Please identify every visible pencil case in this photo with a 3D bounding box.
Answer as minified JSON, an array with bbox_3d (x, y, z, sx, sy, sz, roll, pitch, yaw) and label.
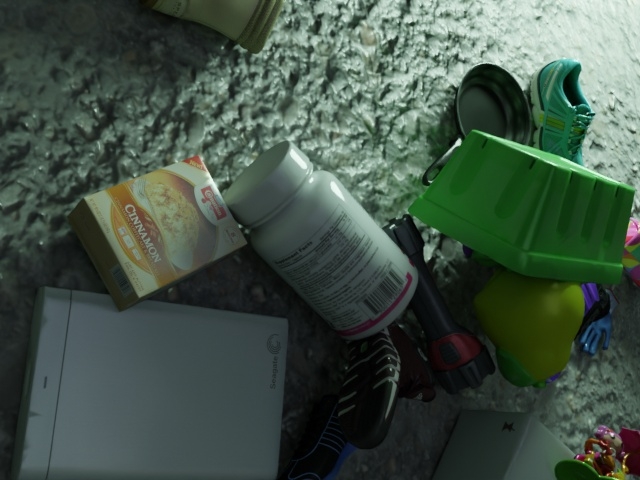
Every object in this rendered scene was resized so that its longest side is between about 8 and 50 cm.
[{"bbox_3d":[0.694,0.048,1.639,0.236,0.104,0.104,39,63,-22],"label":"pencil case"}]

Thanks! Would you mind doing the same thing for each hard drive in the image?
[{"bbox_3d":[-0.209,0.200,1.021,0.352,0.047,0.233,12,76,-33],"label":"hard drive"}]

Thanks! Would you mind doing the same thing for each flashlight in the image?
[{"bbox_3d":[0.184,0.103,1.283,0.103,0.103,0.304,-30,96,-29],"label":"flashlight"}]

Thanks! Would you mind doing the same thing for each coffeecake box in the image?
[{"bbox_3d":[-0.211,-0.013,1.012,0.185,0.068,0.142,-29,89,-42],"label":"coffeecake box"}]

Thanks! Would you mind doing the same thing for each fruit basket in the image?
[{"bbox_3d":[0.336,0.038,1.282,0.392,0.283,0.392,-23,129,-31],"label":"fruit basket"}]

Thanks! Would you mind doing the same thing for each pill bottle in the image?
[{"bbox_3d":[0.000,0.000,1.125,0.283,0.160,0.160,47,60,-20],"label":"pill bottle"}]

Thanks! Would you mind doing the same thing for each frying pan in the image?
[{"bbox_3d":[0.296,-0.182,1.424,0.197,0.053,0.326,36,66,-25],"label":"frying pan"}]

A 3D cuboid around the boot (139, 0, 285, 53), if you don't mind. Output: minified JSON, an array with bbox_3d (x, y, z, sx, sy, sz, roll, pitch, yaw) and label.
[{"bbox_3d":[-0.140,-0.427,1.131,0.203,0.095,0.262,19,75,-31],"label":"boot"}]

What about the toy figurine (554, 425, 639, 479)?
[{"bbox_3d":[0.478,0.367,1.257,0.173,0.130,0.159,39,44,4],"label":"toy figurine"}]

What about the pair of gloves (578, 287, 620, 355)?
[{"bbox_3d":[0.542,0.134,1.565,0.198,0.023,0.159,50,61,-17],"label":"pair of gloves"}]

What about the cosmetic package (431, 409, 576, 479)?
[{"bbox_3d":[0.393,0.510,1.320,0.453,0.161,0.230,43,61,-22],"label":"cosmetic package"}]

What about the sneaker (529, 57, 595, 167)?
[{"bbox_3d":[0.489,-0.228,1.528,0.107,0.110,0.276,-8,88,-35],"label":"sneaker"}]

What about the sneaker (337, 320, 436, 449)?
[{"bbox_3d":[0.117,0.219,1.143,0.162,0.106,0.281,42,30,-21],"label":"sneaker"}]

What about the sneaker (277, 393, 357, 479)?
[{"bbox_3d":[0.003,0.290,1.133,0.232,0.081,0.091,-33,97,-45],"label":"sneaker"}]

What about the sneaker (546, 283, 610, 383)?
[{"bbox_3d":[0.480,0.136,1.450,0.146,0.102,0.294,19,72,-14],"label":"sneaker"}]
